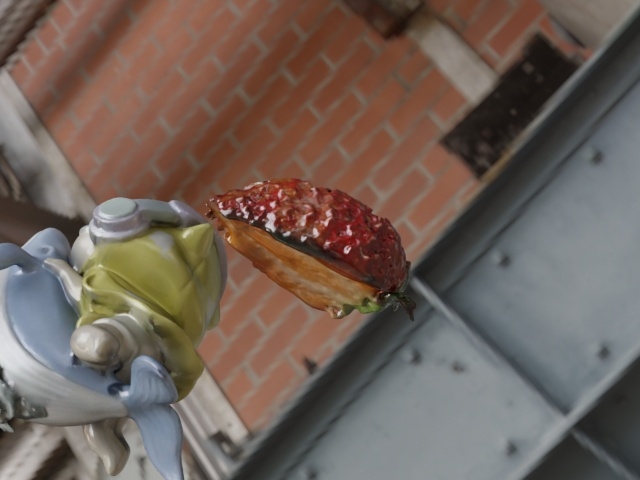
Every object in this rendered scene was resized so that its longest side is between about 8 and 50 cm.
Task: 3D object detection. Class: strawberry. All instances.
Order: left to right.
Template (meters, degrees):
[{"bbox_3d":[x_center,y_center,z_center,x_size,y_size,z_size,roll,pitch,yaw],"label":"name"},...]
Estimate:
[{"bbox_3d":[0.003,0.002,1.338,0.085,0.192,0.140,-62,-23,-21],"label":"strawberry"}]

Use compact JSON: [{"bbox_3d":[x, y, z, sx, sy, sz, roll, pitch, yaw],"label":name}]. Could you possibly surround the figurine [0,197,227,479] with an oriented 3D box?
[{"bbox_3d":[-0.126,0.054,0.909,0.183,0.208,0.128,-23,-47,-23],"label":"figurine"}]
